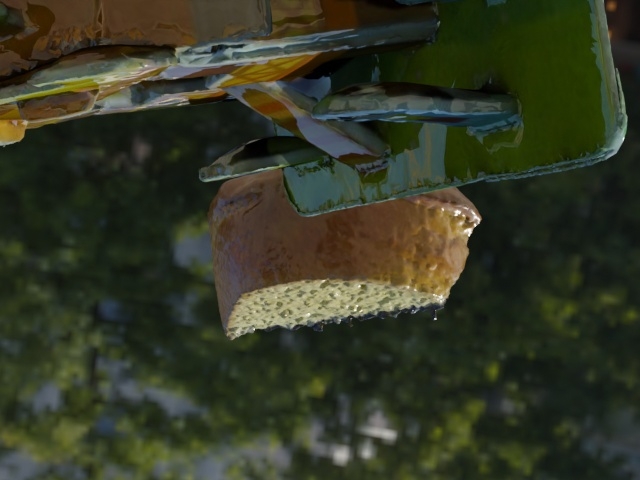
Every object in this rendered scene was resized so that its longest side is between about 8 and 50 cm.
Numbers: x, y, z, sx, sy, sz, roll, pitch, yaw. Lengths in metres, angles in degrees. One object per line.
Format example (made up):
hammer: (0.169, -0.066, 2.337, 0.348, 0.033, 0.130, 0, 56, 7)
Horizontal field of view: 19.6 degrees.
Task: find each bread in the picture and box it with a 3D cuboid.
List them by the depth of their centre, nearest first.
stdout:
bread: (-0.009, -0.002, 1.520, 0.260, 0.129, 0.134, -11, 154, 33)

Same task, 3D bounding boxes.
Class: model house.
model house: (-0.080, -0.113, 0.825, 0.313, 0.242, 0.357, -12, -177, -26)
